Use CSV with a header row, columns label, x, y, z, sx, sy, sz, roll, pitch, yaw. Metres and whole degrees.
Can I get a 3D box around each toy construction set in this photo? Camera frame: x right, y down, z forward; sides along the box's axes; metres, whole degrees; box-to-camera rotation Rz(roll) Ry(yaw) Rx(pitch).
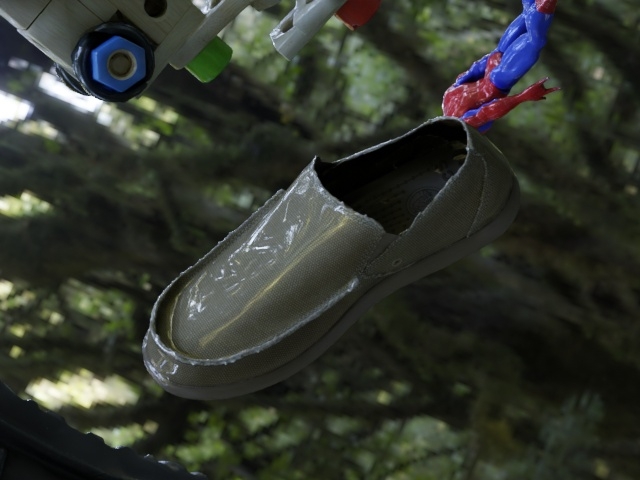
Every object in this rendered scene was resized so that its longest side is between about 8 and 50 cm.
label,x,y,z,sx,sy,sz,roll,pitch,yaw
toy construction set,-0.120,-0.209,0.959,0.215,0.328,0.151,-52,7,-6

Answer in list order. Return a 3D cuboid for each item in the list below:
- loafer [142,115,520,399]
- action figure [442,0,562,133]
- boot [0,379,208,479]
label,x,y,z,sx,sy,sz,roll,pitch,yaw
loafer,0.000,0.000,0.561,0.148,0.056,0.050,-33,-39,-11
action figure,0.079,-0.073,0.666,0.115,0.030,0.038,-53,29,37
boot,-0.186,0.325,0.928,0.146,0.367,0.445,-39,31,41
